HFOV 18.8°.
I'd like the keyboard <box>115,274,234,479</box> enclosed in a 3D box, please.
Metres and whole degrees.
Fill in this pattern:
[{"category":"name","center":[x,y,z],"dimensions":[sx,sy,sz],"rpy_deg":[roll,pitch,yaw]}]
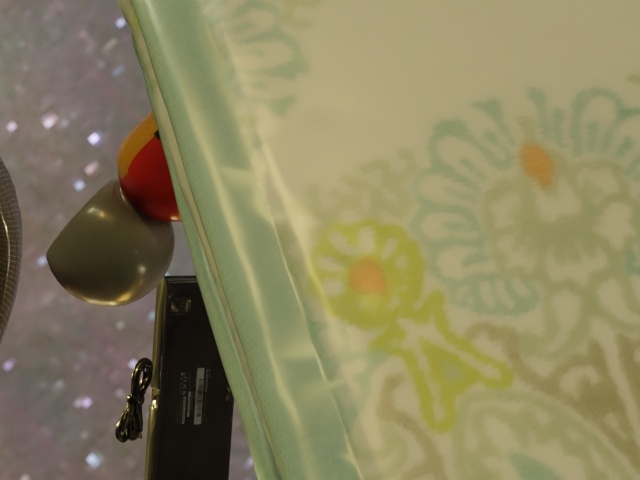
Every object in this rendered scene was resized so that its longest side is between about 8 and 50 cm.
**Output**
[{"category":"keyboard","center":[-0.109,0.116,1.444],"dimensions":[0.023,0.108,0.180],"rpy_deg":[8,-84,45]}]

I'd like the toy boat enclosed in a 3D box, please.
[{"category":"toy boat","center":[0.000,0.000,1.080],"dimensions":[0.148,0.318,0.267],"rpy_deg":[-49,-132,21]}]

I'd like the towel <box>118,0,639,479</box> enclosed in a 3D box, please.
[{"category":"towel","center":[0.110,-0.015,0.743],"dimensions":[0.090,0.320,0.374],"rpy_deg":[89,-16,-65]}]

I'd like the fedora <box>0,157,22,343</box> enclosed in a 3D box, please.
[{"category":"fedora","center":[-0.312,0.015,1.162],"dimensions":[0.275,0.244,0.124],"rpy_deg":[-63,-144,15]}]
